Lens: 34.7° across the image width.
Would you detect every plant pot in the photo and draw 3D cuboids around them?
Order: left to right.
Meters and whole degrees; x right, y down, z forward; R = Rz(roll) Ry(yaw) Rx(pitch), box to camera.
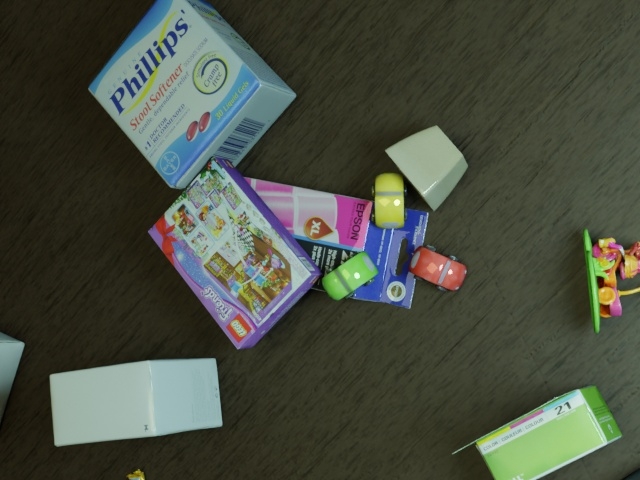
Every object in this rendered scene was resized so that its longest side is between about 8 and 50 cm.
[{"bbox_3d":[0.188,-0.131,1.744,0.096,0.109,0.109,-39,71,4],"label":"plant pot"}]

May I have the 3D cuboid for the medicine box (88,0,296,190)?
[{"bbox_3d":[-0.245,-0.279,1.933,0.263,0.149,0.289,-48,70,15],"label":"medicine box"}]

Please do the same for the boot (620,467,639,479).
[{"bbox_3d":[0.550,0.490,1.483,0.445,0.146,0.367,-38,55,14],"label":"boot"}]

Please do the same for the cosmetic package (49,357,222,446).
[{"bbox_3d":[-0.339,0.296,1.897,0.224,0.224,0.138,-10,82,24],"label":"cosmetic package"}]

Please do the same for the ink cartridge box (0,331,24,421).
[{"bbox_3d":[-0.807,0.269,2.177,0.306,0.131,0.226,20,94,24],"label":"ink cartridge box"}]

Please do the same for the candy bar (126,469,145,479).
[{"bbox_3d":[-0.344,0.528,1.999,0.040,0.018,0.161,-20,79,23],"label":"candy bar"}]

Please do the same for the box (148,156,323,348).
[{"bbox_3d":[-0.158,0.021,1.854,0.201,0.057,0.293,-45,71,18],"label":"box"}]

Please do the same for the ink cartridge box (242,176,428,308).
[{"bbox_3d":[0.000,0.000,1.847,0.371,0.069,0.176,12,92,24],"label":"ink cartridge box"}]

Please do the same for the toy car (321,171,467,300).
[{"bbox_3d":[0.102,0.029,1.746,0.225,0.053,0.239,-34,87,5],"label":"toy car"}]

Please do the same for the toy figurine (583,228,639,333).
[{"bbox_3d":[0.497,0.054,1.593,0.159,0.130,0.173,-6,59,12],"label":"toy figurine"}]

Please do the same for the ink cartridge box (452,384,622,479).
[{"bbox_3d":[0.331,0.308,1.555,0.189,0.255,0.097,-33,74,21],"label":"ink cartridge box"}]
